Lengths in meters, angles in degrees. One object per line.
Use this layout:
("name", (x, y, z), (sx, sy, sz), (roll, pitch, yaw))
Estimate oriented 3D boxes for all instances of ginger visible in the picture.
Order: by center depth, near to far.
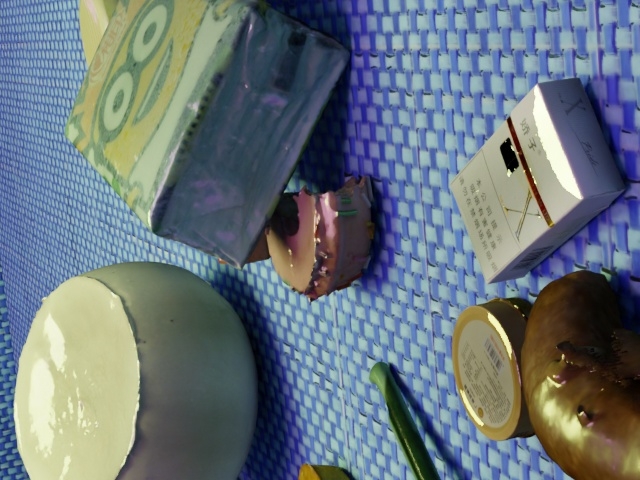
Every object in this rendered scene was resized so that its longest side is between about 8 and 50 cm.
("ginger", (0.199, 0.100, 0.784), (0.133, 0.107, 0.309), (69, 163, -10))

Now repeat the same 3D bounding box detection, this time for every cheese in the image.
("cheese", (-0.283, -0.312, 1.830), (0.137, 0.064, 0.227), (-34, 69, 62))

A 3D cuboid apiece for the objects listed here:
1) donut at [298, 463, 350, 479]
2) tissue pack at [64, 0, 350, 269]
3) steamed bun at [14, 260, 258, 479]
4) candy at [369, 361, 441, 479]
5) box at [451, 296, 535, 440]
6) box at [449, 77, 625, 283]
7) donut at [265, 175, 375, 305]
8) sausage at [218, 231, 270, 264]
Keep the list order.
("donut", (0.011, 0.270, 1.386), (0.108, 0.043, 0.097), (-125, 33, -48))
("tissue pack", (-0.122, -0.141, 1.341), (0.228, 0.128, 0.311), (-62, 31, 9))
("steamed bun", (-0.201, 0.185, 1.607), (0.324, 0.206, 0.324), (-10, 76, 47))
("candy", (0.114, 0.246, 1.089), (0.440, 0.119, 0.119), (-112, 24, -49))
("box", (0.135, 0.095, 1.020), (0.105, 0.037, 0.106), (171, 90, -68))
("box", (0.144, -0.037, 0.942), (0.154, 0.040, 0.084), (126, 131, -62))
("donut", (0.000, 0.000, 1.272), (0.166, 0.065, 0.117), (-169, 73, -68))
("sausage", (-0.089, -0.062, 1.464), (0.065, 0.065, 0.169), (-163, 66, -65))
